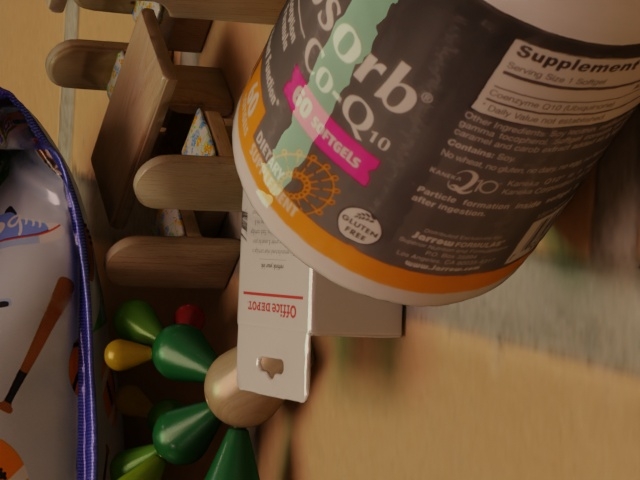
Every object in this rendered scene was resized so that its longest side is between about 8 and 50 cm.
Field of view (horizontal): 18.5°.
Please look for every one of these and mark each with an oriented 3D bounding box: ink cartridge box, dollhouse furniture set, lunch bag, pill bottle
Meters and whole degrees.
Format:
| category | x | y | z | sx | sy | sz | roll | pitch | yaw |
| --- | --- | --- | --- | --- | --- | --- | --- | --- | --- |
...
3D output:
| category | x | y | z | sx | sy | sz | roll | pitch | yaw |
| --- | --- | --- | --- | --- | --- | --- | --- | --- | --- |
| ink cartridge box | 0.000 | 0.000 | 1.128 | 0.104 | 0.060 | 0.180 | -177 | 90 | -64 |
| dollhouse furniture set | -0.132 | -0.119 | 1.302 | 0.212 | 0.161 | 0.242 | -111 | 34 | -40 |
| lunch bag | -0.257 | 0.101 | 1.408 | 0.328 | 0.238 | 0.386 | 133 | 140 | -79 |
| pill bottle | 0.077 | -0.109 | 0.853 | 0.278 | 0.162 | 0.162 | 120 | 143 | -46 |

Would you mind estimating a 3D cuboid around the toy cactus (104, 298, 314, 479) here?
| category | x | y | z | sx | sy | sz | roll | pitch | yaw |
| --- | --- | --- | --- | --- | --- | --- | --- | --- | --- |
| toy cactus | -0.065 | 0.118 | 1.246 | 0.180 | 0.112 | 0.219 | -41 | 47 | 34 |
